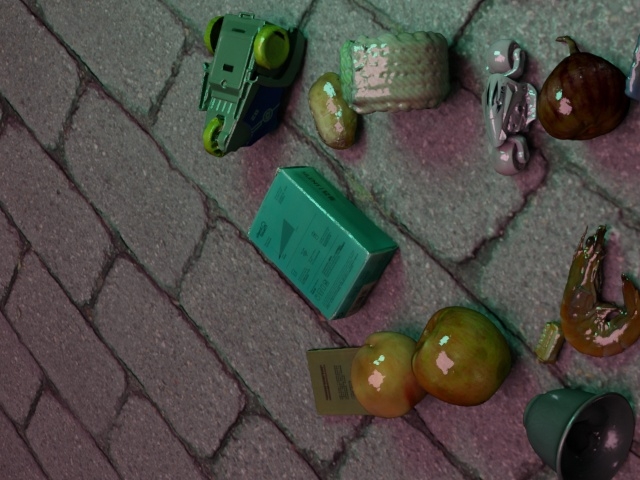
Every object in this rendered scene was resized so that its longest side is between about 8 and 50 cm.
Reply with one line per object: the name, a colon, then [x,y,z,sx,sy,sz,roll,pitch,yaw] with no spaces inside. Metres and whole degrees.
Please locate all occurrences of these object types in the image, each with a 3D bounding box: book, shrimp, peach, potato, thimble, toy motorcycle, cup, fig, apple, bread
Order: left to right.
toy motorcycle: [-0.164,-0.345,1.955,0.191,0.200,0.327,21,100,36]
potato: [0.030,-0.281,1.863,0.107,0.080,0.171,-24,85,33]
book: [0.070,0.328,1.980,0.230,0.026,0.161,-9,91,41]
peach: [0.147,0.280,1.802,0.184,0.184,0.184,9,104,39]
thimble: [0.144,-0.326,1.668,0.219,0.219,0.150,5,102,40]
apple: [0.279,0.231,1.679,0.196,0.196,0.196,9,104,39]
toy motorcycle: [0.342,-0.247,1.588,0.112,0.112,0.254,0,97,40]
bread: [0.442,0.195,1.635,0.049,0.033,0.088,34,115,47]
cup: [0.456,0.348,1.577,0.150,0.199,0.199,23,113,55]
fig: [0.461,-0.260,1.470,0.149,0.148,0.202,25,81,-2]
shrimp: [0.507,0.095,1.547,0.150,0.068,0.249,0,104,28]

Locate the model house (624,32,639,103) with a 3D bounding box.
model house: [0.640,-0.266,1.198,0.382,0.334,0.343,-25,84,30]

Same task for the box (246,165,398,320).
box: [0.000,0.000,1.917,0.311,0.118,0.205,43,120,25]
